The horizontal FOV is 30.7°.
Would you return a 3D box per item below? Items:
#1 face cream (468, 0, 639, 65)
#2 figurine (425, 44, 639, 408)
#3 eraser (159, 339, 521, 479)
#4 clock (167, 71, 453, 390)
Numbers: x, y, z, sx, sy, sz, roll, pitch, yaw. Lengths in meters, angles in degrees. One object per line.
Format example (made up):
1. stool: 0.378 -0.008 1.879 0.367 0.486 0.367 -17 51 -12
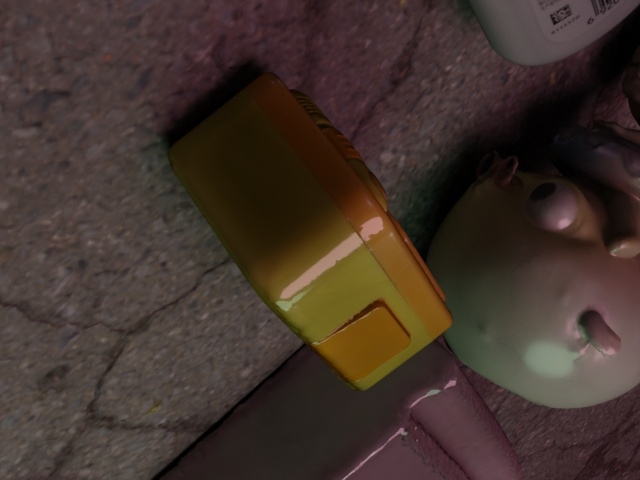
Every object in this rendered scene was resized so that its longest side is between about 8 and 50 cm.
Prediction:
1. face cream: 0.124 -0.228 0.654 0.163 0.080 0.336 -43 150 3
2. figurine: 0.267 -0.039 0.948 0.274 0.226 0.394 31 89 -22
3. eraser: 0.038 0.227 1.098 0.272 0.122 0.359 -41 149 -3
4. clock: 0.000 0.000 0.740 0.096 0.143 0.202 -39 151 -1
